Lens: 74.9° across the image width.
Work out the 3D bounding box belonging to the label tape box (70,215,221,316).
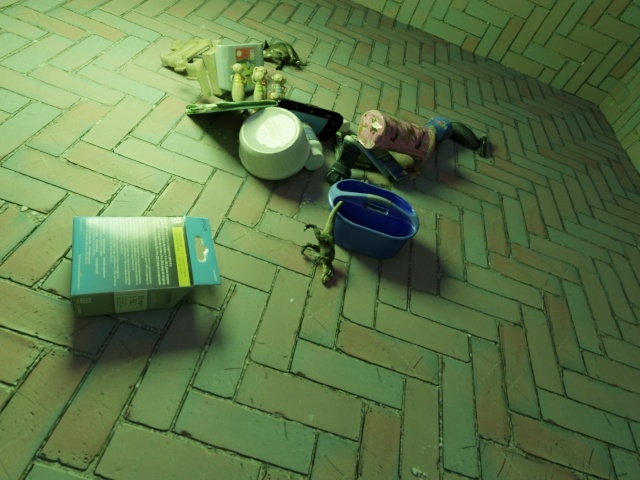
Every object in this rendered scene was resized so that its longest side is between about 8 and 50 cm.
[{"bbox_3d":[-0.466,0.057,1.124,0.347,0.115,0.249,-1,51,-27],"label":"label tape box"}]

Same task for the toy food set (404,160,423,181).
[{"bbox_3d":[0.410,-0.311,1.887,0.078,0.019,0.122,40,55,15],"label":"toy food set"}]

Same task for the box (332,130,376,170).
[{"bbox_3d":[0.147,-0.396,1.832,0.183,0.045,0.191,7,49,-15],"label":"box"}]

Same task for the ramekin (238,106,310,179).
[{"bbox_3d":[-0.177,-0.369,1.546,0.272,0.127,0.273,-1,64,2],"label":"ramekin"}]

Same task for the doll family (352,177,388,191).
[{"bbox_3d":[0.173,-0.204,1.643,0.192,0.111,0.076,9,84,-23],"label":"doll family"}]

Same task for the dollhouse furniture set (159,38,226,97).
[{"bbox_3d":[-0.576,-0.746,1.838,0.355,0.174,0.303,12,45,24],"label":"dollhouse furniture set"}]

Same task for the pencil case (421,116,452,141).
[{"bbox_3d":[0.533,-0.523,2.053,0.306,0.119,0.133,-35,91,-41],"label":"pencil case"}]

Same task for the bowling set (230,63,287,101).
[{"bbox_3d":[-0.217,-0.659,1.775,0.286,0.154,0.199,-12,24,-39],"label":"bowling set"}]

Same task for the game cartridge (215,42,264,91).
[{"bbox_3d":[-0.343,-0.759,1.839,0.060,0.196,0.294,18,32,23],"label":"game cartridge"}]

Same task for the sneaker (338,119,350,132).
[{"bbox_3d":[0.029,-0.528,1.890,0.212,0.080,0.094,-7,42,-37],"label":"sneaker"}]

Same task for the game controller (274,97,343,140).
[{"bbox_3d":[-0.065,-0.495,1.727,0.318,0.166,0.067,5,69,-27],"label":"game controller"}]

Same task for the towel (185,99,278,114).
[{"bbox_3d":[-0.354,-0.518,1.611,0.247,0.038,0.324,-17,21,-35],"label":"towel"}]

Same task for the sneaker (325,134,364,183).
[{"bbox_3d":[0.091,-0.300,1.608,0.086,0.226,0.164,34,86,7],"label":"sneaker"}]

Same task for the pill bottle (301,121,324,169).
[{"bbox_3d":[-0.056,-0.377,1.682,0.111,0.112,0.187,-7,53,-27],"label":"pill bottle"}]

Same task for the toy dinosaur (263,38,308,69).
[{"bbox_3d":[-0.189,-0.966,2.148,0.313,0.121,0.161,-17,72,-29],"label":"toy dinosaur"}]

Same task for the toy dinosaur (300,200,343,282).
[{"bbox_3d":[0.000,0.000,1.357,0.118,0.064,0.269,7,86,0],"label":"toy dinosaur"}]

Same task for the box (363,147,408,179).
[{"bbox_3d":[0.274,-0.344,1.798,0.225,0.036,0.136,50,38,10],"label":"box"}]

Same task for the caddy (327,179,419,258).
[{"bbox_3d":[0.178,-0.089,1.477,0.340,0.179,0.242,18,47,-7],"label":"caddy"}]

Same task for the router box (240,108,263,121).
[{"bbox_3d":[-0.265,-0.523,1.775,0.122,0.038,0.092,24,45,0],"label":"router box"}]

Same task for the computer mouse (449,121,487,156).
[{"bbox_3d":[0.781,-0.565,2.231,0.272,0.072,0.189,26,46,1],"label":"computer mouse"}]

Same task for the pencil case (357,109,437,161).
[{"bbox_3d":[0.331,-0.440,1.786,0.385,0.160,0.167,4,7,-39],"label":"pencil case"}]
